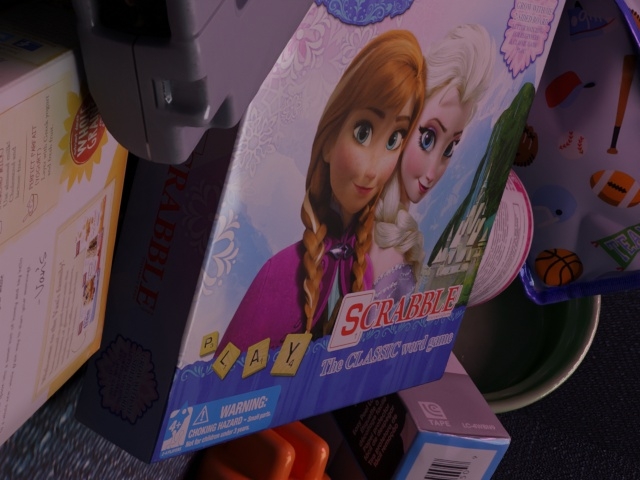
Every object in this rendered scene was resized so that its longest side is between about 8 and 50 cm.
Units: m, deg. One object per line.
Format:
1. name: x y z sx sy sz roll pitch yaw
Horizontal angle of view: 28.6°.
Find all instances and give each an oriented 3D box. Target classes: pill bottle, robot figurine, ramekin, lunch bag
1. pill bottle: 0.073 -0.018 1.083 0.283 0.160 0.160 4 107 -66
2. robot figurine: -0.065 0.264 1.124 0.158 0.128 0.219 -54 162 -75
3. ramekin: 0.174 0.074 1.539 0.148 0.303 0.303 105 9 -72
4. lunch bag: 0.279 -0.177 1.337 0.328 0.239 0.385 -60 136 -57

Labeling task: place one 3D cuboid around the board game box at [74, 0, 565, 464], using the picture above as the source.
1. board game box: 0.019 -0.046 0.765 0.318 0.066 0.318 -7 117 -55

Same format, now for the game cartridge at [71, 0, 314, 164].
1. game cartridge: -0.036 -0.199 0.440 0.198 0.062 0.297 -68 163 -44

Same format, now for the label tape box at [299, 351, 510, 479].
1. label tape box: 0.028 0.180 1.288 0.249 0.115 0.348 -67 -147 25

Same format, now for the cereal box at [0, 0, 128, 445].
1. cereal box: -0.142 0.019 0.450 0.240 0.047 0.173 -50 157 -60
